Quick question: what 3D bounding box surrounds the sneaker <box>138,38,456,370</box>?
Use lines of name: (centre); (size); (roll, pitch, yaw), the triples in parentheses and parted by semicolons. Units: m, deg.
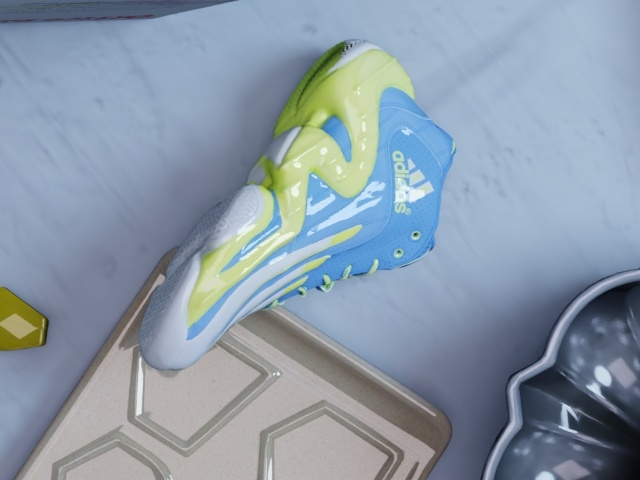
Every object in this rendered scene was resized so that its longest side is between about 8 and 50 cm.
sneaker: (0.000, 0.000, 1.131); (0.126, 0.091, 0.240); (38, 76, -11)

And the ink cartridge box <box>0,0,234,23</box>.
ink cartridge box: (-0.109, -0.225, 1.007); (0.198, 0.270, 0.197); (-7, 92, -36)

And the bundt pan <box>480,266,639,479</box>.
bundt pan: (0.249, 0.153, 1.156); (0.331, 0.124, 0.330); (0, 92, -5)

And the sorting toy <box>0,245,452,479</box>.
sorting toy: (-0.104, 0.125, 1.171); (0.307, 0.041, 0.229); (33, 87, 1)
